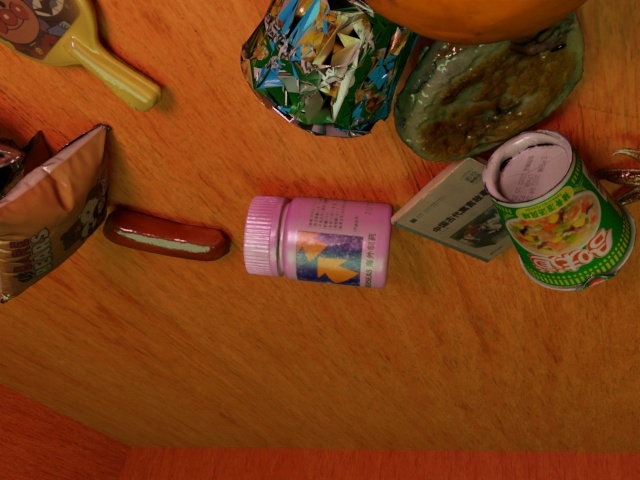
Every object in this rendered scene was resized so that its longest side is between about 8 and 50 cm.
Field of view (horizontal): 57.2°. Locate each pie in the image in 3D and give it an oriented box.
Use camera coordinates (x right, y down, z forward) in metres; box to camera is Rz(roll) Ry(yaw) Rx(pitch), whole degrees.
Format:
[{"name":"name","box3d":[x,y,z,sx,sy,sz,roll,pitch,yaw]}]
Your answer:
[{"name":"pie","box3d":[0.248,-0.225,0.879,0.302,0.067,0.302,-13,152,-7]}]

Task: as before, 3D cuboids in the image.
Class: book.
[{"name":"book","box3d":[0.305,-0.053,1.135,0.282,0.025,0.215,18,135,-30]}]

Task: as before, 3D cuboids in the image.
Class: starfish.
[{"name":"starfish","box3d":[0.592,-0.111,1.019,0.238,0.057,0.213,-15,146,33]}]

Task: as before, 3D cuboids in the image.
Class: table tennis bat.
[{"name":"table tennis bat","box3d":[-0.419,-0.336,0.948,0.224,0.054,0.368,-24,130,40]}]

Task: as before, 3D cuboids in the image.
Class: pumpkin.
[{"name":"pumpkin","box3d":[-0.637,-0.127,1.235,0.126,0.131,0.248,13,143,-5]}]

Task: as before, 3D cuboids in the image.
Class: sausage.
[{"name":"sausage","box3d":[-0.361,-0.005,1.379,0.300,0.083,0.089,12,133,-6]}]

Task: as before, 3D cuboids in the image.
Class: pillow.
[{"name":"pillow","box3d":[-0.532,-0.051,1.172,0.119,0.312,0.310,36,143,1]}]

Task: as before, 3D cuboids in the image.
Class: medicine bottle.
[{"name":"medicine bottle","box3d":[0.000,0.000,1.214,0.290,0.178,0.178,5,145,6]}]

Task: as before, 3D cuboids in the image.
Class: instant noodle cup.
[{"name":"instant noodle cup","box3d":[0.389,-0.056,0.977,0.207,0.207,0.232,-17,138,33]},{"name":"instant noodle cup","box3d":[0.026,-0.278,0.772,0.240,0.240,0.178,18,138,-12]}]

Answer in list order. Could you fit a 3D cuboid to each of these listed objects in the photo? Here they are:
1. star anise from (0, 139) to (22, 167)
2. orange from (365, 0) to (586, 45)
[{"name":"star anise","box3d":[-0.712,-0.187,1.115,0.349,0.109,0.292,16,104,9]},{"name":"orange","box3d":[0.155,-0.345,0.568,0.312,0.312,0.312,7,145,5]}]
